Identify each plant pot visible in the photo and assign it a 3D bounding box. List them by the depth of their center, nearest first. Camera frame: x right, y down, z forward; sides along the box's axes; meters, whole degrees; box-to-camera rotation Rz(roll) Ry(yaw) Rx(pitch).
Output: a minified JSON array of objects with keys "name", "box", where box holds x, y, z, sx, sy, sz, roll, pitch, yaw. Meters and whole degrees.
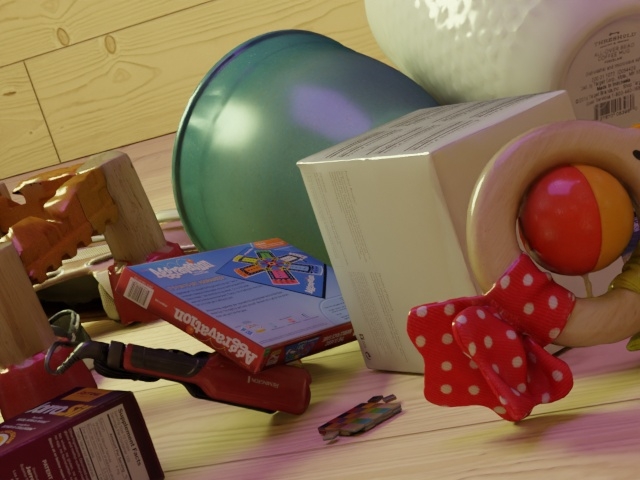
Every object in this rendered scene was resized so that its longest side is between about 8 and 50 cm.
[{"name":"plant pot","box":[0.032,-0.062,1.917,0.271,0.271,0.255,-24,25,-29]}]

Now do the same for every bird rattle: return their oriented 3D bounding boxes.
[{"name":"bird rattle","box":[0.180,0.019,1.370,0.253,0.207,0.143,-10,-9,-4]}]

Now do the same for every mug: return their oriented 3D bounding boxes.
[{"name":"mug","box":[0.278,-0.229,2.007,0.374,0.276,0.328,-4,28,-23]}]

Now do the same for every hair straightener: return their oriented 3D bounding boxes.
[{"name":"hair straightener","box":[-0.124,0.111,1.557,0.230,0.047,0.089,8,-8,-33]}]

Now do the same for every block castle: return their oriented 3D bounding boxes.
[{"name":"block castle","box":[-0.364,0.098,1.789,0.453,0.213,0.303,-13,17,28]}]

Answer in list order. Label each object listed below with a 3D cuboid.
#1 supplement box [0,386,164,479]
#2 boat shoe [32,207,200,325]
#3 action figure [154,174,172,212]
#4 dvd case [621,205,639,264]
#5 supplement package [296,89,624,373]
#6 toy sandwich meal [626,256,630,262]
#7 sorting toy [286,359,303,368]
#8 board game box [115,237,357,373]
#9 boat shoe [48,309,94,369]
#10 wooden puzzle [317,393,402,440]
[{"name":"supplement box","box":[-0.234,0.189,1.508,0.188,0.081,0.104,-25,12,-32]},{"name":"boat shoe","box":[-0.218,0.047,2.222,0.324,0.123,0.116,-7,46,15]},{"name":"action figure","box":[-0.154,-0.042,2.449,0.276,0.141,0.164,-22,8,0]},{"name":"dvd case","box":[0.255,0.010,1.753,0.221,0.018,0.164,-25,10,-28]},{"name":"supplement package","box":[0.118,-0.005,1.573,0.149,0.194,0.203,-25,12,-29]},{"name":"toy sandwich meal","box":[0.295,0.019,1.595,0.085,0.029,0.085,-18,10,3]},{"name":"sorting toy","box":[-0.058,0.093,1.716,0.083,0.075,0.045,-24,11,-23]},{"name":"board game box","box":[-0.047,0.052,1.662,0.145,0.027,0.281,30,17,20]},{"name":"boat shoe","box":[-0.289,0.126,1.978,0.078,0.070,0.219,-17,10,9]},{"name":"wooden puzzle","box":[0.031,0.140,1.497,0.083,0.006,0.049,-26,12,-35]}]
